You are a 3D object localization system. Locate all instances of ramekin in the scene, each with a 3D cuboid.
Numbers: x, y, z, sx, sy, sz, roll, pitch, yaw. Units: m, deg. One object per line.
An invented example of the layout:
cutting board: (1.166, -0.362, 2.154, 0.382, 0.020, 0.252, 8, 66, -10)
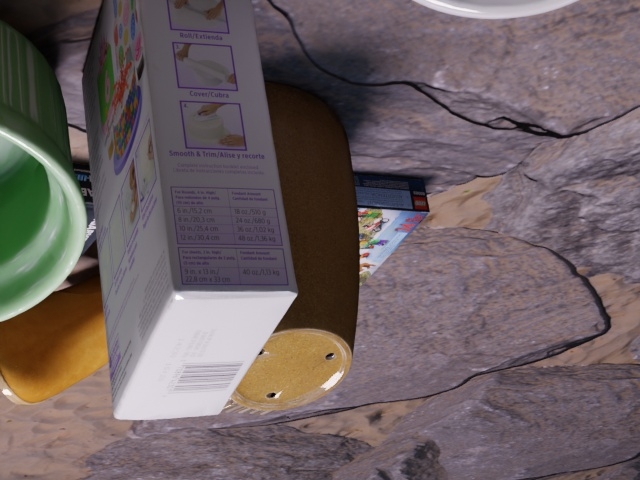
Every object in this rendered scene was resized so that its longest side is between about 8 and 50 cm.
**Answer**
ramekin: (-0.349, -0.064, 1.200, 0.303, 0.148, 0.303, -5, 142, -4)

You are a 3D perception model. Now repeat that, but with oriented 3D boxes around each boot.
boot: (-0.216, 0.070, 1.532, 0.211, 0.104, 0.295, -26, -175, 15)

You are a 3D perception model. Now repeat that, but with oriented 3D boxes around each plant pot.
plant pot: (-0.056, 0.024, 1.347, 0.237, 0.254, 0.237, -11, 140, -9)

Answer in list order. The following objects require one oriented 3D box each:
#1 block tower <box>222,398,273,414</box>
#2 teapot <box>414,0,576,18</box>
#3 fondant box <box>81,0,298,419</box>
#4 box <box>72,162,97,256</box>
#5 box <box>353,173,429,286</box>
block tower: (-0.116, 0.155, 1.771, 0.097, 0.091, 0.335, -23, 164, 18)
teapot: (0.120, -0.283, 0.933, 0.256, 0.187, 0.253, 7, 127, 5)
fondant box: (-0.115, -0.054, 1.140, 0.096, 0.330, 0.238, -1, 153, -20)
box: (-0.327, -0.013, 1.476, 0.175, 0.051, 0.220, 7, 150, -31)
box: (0.000, 0.000, 1.618, 0.159, 0.044, 0.233, 3, 152, -23)
